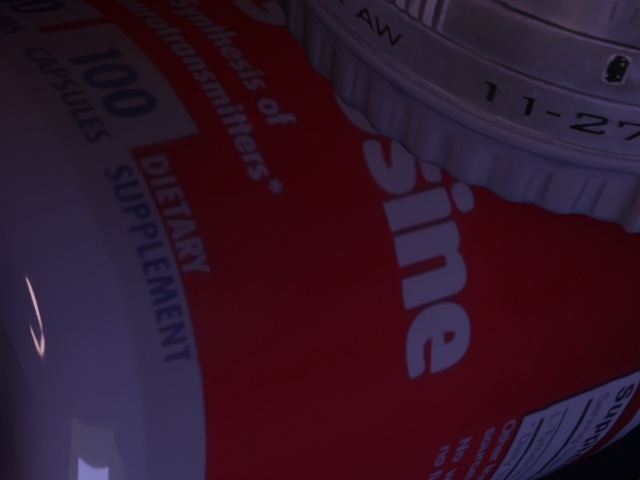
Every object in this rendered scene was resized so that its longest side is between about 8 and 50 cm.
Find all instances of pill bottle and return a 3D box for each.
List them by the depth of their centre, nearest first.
[{"bbox_3d":[0.000,0.000,0.748,0.407,0.229,0.229,-16,156,-41],"label":"pill bottle"}]

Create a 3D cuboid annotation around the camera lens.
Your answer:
[{"bbox_3d":[0.097,-0.161,0.478,0.219,0.219,0.274,-24,153,-23],"label":"camera lens"}]
